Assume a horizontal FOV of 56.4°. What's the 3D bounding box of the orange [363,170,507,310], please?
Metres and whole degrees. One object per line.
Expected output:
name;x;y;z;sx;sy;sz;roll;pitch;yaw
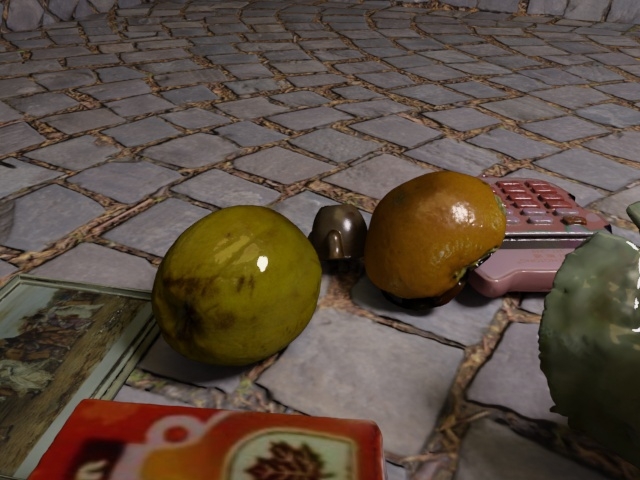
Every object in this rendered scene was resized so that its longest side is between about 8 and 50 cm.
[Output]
orange;0.114;-0.012;0.648;0.160;0.112;0.169;-17;51;39

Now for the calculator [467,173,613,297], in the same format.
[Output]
calculator;0.252;-0.018;0.766;0.220;0.048;0.329;-1;28;1

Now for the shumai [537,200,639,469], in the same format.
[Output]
shumai;0.348;0.091;0.346;0.396;0.394;0.348;-7;5;-11

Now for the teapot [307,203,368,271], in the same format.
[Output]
teapot;0.000;0.000;0.705;0.111;0.080;0.085;-6;-1;17

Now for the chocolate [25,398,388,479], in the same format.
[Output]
chocolate;-0.070;0.196;0.318;0.235;0.107;0.237;4;26;4

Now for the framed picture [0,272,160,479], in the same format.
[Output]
framed picture;-0.283;0.115;0.567;0.217;0.017;0.274;5;31;10

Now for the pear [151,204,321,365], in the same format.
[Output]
pear;-0.078;0.041;0.565;0.149;0.148;0.162;20;40;31
